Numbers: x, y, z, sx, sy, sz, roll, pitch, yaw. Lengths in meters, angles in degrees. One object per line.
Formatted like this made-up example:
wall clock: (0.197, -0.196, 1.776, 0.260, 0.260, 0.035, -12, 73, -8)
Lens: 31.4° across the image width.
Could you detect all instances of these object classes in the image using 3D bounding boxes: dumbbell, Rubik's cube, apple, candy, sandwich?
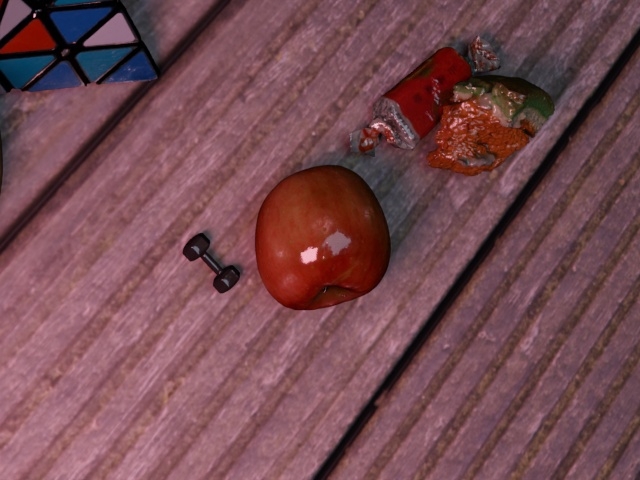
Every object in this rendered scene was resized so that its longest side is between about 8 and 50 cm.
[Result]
dumbbell: (-0.143, 0.029, 1.494, 0.083, 0.036, 0.040, 48, 69, -13)
Rubik's cube: (-0.335, -0.340, 1.371, 0.284, 0.250, 0.234, -12, 69, -25)
apple: (0.000, 0.000, 1.491, 0.181, 0.181, 0.168, -11, 67, -25)
candy: (0.151, -0.206, 1.637, 0.292, 0.059, 0.086, -42, 102, -23)
sandwich: (0.253, -0.162, 1.642, 0.184, 0.109, 0.160, -3, 118, -56)

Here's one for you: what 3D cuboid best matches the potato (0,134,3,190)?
potato: (-0.482, -0.125, 1.243, 0.326, 0.221, 0.243, 47, 39, -36)
